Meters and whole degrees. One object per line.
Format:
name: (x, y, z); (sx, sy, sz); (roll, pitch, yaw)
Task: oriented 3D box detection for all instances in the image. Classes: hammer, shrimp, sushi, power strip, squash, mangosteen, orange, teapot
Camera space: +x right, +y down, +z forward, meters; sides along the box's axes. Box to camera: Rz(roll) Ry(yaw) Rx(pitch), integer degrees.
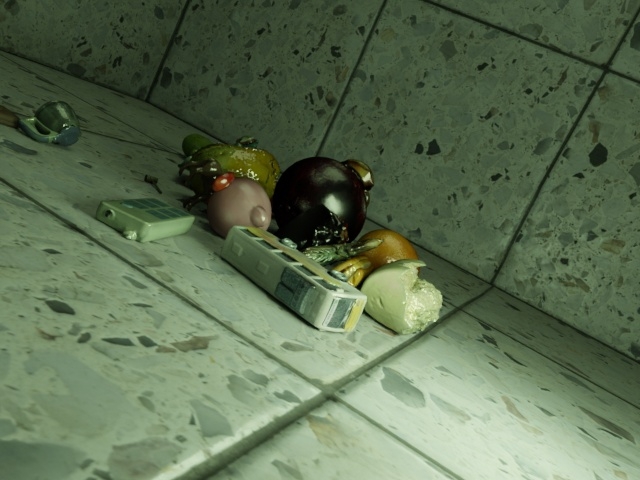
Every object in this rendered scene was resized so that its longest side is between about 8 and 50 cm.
hammer: (-0.469, -0.156, 1.718); (0.035, 0.019, 0.110); (19, 17, -38)
shrimp: (0.027, 0.031, 1.469); (0.295, 0.058, 0.169); (-12, -6, -31)
sushi: (0.000, 0.000, 1.631); (0.150, 0.172, 0.153); (31, 17, -42)
power strip: (-0.368, -0.048, 1.292); (0.117, 0.046, 0.270); (27, 10, 7)
squash: (-0.445, -0.332, 2.473); (0.370, 0.118, 0.118); (38, 14, 34)
mangosteen: (0.018, -0.124, 1.878); (0.306, 0.307, 0.346); (31, 44, 30)
orange: (0.189, 0.066, 1.751); (0.206, 0.206, 0.206); (25, 9, -4)
teapot: (-0.714, -0.313, 1.633); (0.108, 0.111, 0.149); (44, 10, 20)

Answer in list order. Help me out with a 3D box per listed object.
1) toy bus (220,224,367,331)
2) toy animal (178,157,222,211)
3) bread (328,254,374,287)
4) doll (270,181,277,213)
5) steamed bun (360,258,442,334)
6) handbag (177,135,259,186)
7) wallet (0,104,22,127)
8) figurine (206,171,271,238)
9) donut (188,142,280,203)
toy bus: (-0.063, 0.072, 1.288); (0.342, 0.097, 0.138); (32, 13, 37)
toy animal: (-0.278, -0.119, 1.649); (0.185, 0.215, 0.093); (-12, 16, -22)
bread: (0.069, 0.090, 1.542); (0.077, 0.116, 0.200); (52, 14, 8)
doll: (-0.204, -0.166, 2.155); (0.290, 0.130, 0.161); (29, 2, -43)
steamed bun: (0.209, 0.132, 1.487); (0.200, 0.170, 0.225); (34, 11, 12)
handbag: (-0.340, -0.283, 2.054); (0.274, 0.100, 0.269); (-18, 13, 2)
wallet: (-0.871, -0.343, 1.583); (0.118, 0.039, 0.152); (33, 13, 27)
figurine: (-0.204, -0.074, 1.534); (0.173, 0.173, 0.173); (25, 9, -4)
donut: (-0.256, -0.172, 1.777); (0.272, 0.272, 0.107); (21, 51, -31)
